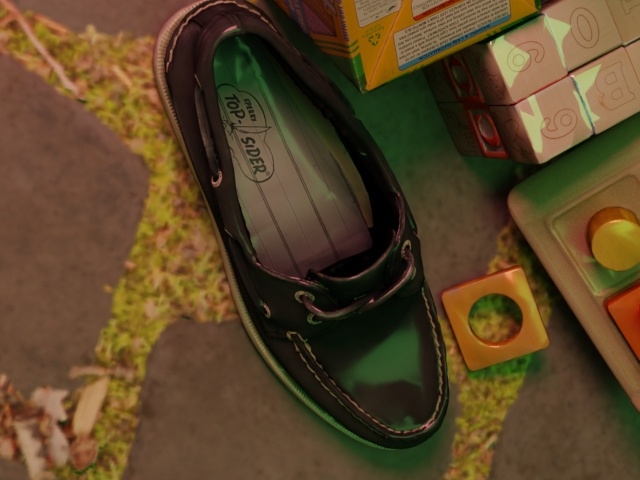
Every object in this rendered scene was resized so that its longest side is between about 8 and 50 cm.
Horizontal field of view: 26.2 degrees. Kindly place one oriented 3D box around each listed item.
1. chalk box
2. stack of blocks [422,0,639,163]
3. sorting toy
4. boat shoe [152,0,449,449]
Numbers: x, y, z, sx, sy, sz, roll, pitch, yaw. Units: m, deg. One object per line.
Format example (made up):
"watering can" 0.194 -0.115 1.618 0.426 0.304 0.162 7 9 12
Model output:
"chalk box" 0.022 -0.215 0.853 0.132 0.213 0.132 -26 135 -11
"stack of blocks" 0.233 -0.156 0.922 0.297 0.171 0.087 -28 102 -13
"sorting toy" 0.248 0.008 0.930 0.348 0.047 0.196 -32 97 14
"boat shoe" 0.003 -0.002 0.894 0.127 0.113 0.340 -25 102 -14
